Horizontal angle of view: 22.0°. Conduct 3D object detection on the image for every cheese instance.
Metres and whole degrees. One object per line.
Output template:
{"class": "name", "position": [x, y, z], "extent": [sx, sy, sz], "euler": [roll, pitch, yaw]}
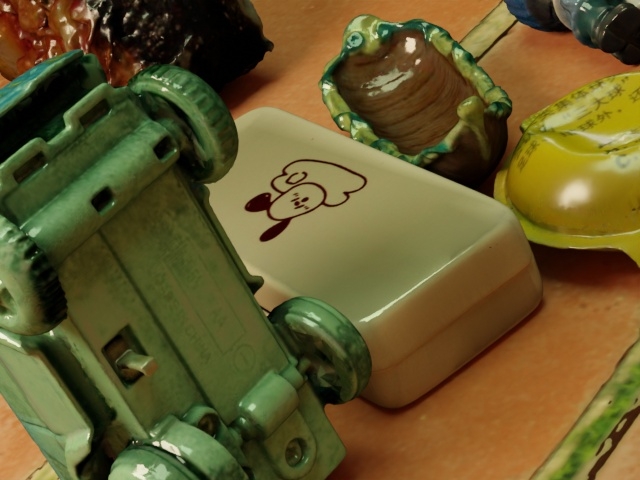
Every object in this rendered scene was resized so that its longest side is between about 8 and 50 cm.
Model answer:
{"class": "cheese", "position": [0.199, -0.034, 0.976], "extent": [0.177, 0.069, 0.270], "euler": [-27, 31, -6]}

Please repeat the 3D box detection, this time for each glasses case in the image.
{"class": "glasses case", "position": [0.000, 0.000, 1.063], "extent": [0.131, 0.070, 0.313], "euler": [-35, 31, -18]}

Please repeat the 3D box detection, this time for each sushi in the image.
{"class": "sushi", "position": [-0.200, -0.212, 1.424], "extent": [0.182, 0.196, 0.343], "euler": [-30, 30, -24]}

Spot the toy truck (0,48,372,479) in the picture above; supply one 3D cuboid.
{"class": "toy truck", "position": [-0.098, 0.044, 0.857], "extent": [0.156, 0.279, 0.155], "euler": [-1, 37, 50]}

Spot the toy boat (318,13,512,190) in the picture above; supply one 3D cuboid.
{"class": "toy boat", "position": [0.075, -0.086, 1.127], "extent": [0.108, 0.099, 0.293], "euler": [-28, 22, -3]}

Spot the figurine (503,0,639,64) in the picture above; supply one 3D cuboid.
{"class": "figurine", "position": [0.195, -0.177, 1.216], "extent": [0.087, 0.086, 0.149], "euler": [-58, 36, 21]}
